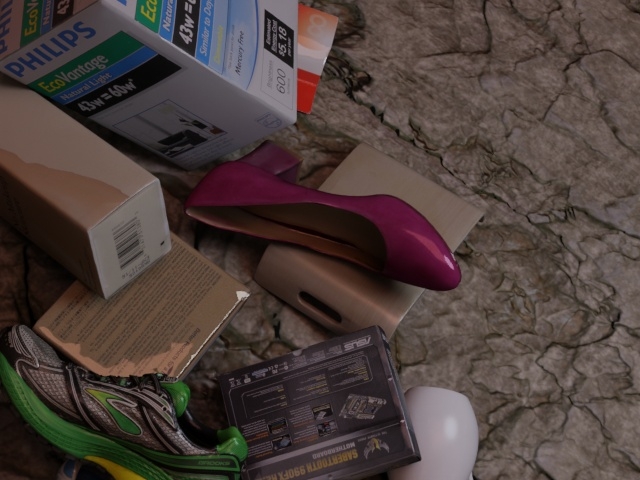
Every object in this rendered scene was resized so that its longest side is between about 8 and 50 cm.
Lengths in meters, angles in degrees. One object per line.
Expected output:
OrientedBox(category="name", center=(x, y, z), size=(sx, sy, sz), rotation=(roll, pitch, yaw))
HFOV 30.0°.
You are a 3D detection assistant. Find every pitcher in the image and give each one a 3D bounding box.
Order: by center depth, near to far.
OrientedBox(category="pitcher", center=(0.165, 0.315, 1.617), size=(0.178, 0.125, 0.207), rotation=(22, 68, -31))

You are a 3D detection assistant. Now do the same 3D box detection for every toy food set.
OrientedBox(category="toy food set", center=(0.078, 0.006, 1.764), size=(0.220, 0.092, 0.306), rotation=(32, 57, 13))

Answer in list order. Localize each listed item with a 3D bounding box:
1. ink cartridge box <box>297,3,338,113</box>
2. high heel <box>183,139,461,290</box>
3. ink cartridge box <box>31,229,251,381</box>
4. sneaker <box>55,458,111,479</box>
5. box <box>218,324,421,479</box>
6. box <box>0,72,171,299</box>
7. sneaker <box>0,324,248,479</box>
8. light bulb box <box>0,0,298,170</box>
OrientedBox(category="ink cartridge box", center=(-0.060, -0.302, 1.889), size=(0.146, 0.045, 0.179), rotation=(18, 57, -8))
OrientedBox(category="high heel", center=(0.000, 0.000, 1.624), size=(0.377, 0.127, 0.181), rotation=(28, 48, 27))
OrientedBox(category="ink cartridge box", center=(-0.241, 0.105, 1.597), size=(0.193, 0.088, 0.234), rotation=(38, 58, 1))
OrientedBox(category="sneaker", center=(-0.222, 0.343, 1.485), size=(0.237, 0.086, 0.085), rotation=(28, 58, -4))
OrientedBox(category="box", center=(-0.003, 0.233, 1.569), size=(0.231, 0.056, 0.183), rotation=(-19, 68, 7))
OrientedBox(category="box", center=(-0.349, -0.077, 1.563), size=(0.311, 0.148, 0.121), rotation=(33, 58, 28))
OrientedBox(category="sneaker", center=(-0.240, 0.201, 1.448), size=(0.344, 0.134, 0.146), rotation=(34, 98, -5))
OrientedBox(category="light bulb box", center=(-0.230, -0.345, 1.665), size=(0.361, 0.225, 0.357), rotation=(28, 52, -43))
